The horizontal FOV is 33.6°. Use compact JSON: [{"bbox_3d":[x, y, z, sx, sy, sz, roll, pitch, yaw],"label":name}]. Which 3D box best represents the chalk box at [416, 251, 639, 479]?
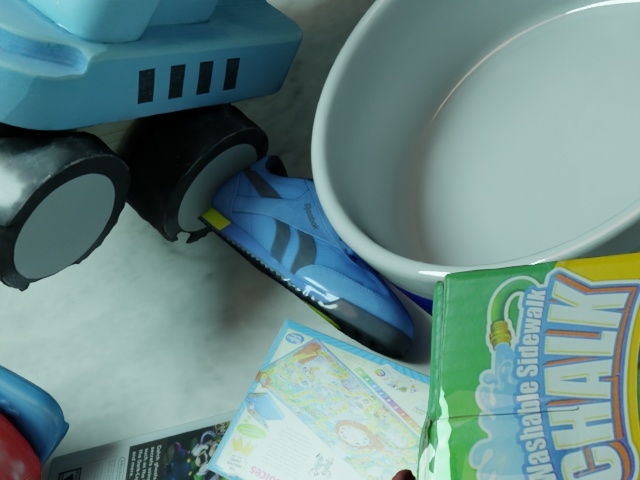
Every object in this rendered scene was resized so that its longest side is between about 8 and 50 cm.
[{"bbox_3d":[0.137,0.119,0.388,0.289,0.180,0.179,-9,55,23],"label":"chalk box"}]

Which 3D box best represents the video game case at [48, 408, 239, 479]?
[{"bbox_3d":[-0.118,0.212,0.669,0.173,0.022,0.190,-19,50,28],"label":"video game case"}]

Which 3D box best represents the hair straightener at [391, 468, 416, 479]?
[{"bbox_3d":[0.038,0.230,0.496,0.089,0.047,0.230,16,72,21],"label":"hair straightener"}]

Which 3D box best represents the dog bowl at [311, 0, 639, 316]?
[{"bbox_3d":[0.131,-0.071,0.611,0.265,0.104,0.265,-20,51,27],"label":"dog bowl"}]

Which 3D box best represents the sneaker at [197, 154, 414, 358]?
[{"bbox_3d":[0.000,0.000,0.692,0.082,0.069,0.209,-48,43,-5],"label":"sneaker"}]

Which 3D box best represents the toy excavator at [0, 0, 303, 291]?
[{"bbox_3d":[-0.081,-0.233,0.714,0.222,0.433,0.445,40,122,20],"label":"toy excavator"}]

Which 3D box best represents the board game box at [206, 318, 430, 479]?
[{"bbox_3d":[0.020,0.117,0.607,0.154,0.026,0.103,19,74,36],"label":"board game box"}]

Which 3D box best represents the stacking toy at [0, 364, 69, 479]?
[{"bbox_3d":[-0.289,0.206,0.637,0.175,0.166,0.302,-49,16,44],"label":"stacking toy"}]
